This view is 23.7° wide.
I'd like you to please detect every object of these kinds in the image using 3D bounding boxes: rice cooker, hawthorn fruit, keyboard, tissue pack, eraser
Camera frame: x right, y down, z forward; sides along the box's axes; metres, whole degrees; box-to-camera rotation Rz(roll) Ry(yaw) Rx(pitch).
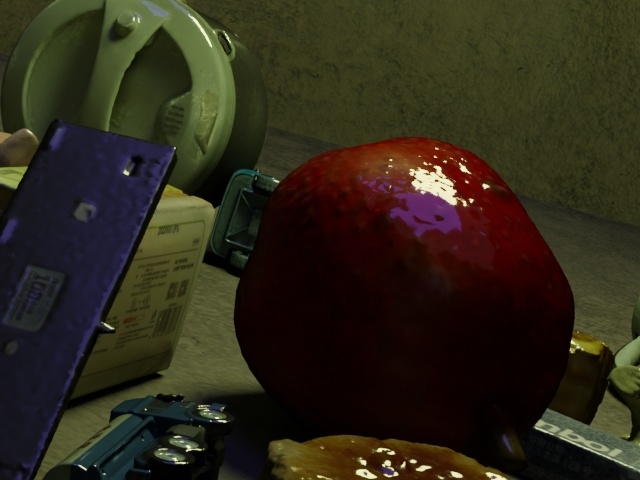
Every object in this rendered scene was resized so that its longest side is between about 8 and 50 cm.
[{"bbox_3d":[-0.216,-0.152,1.787,0.288,0.288,0.277,19,5,11],"label":"rice cooker"},{"bbox_3d":[0.073,0.067,1.221,0.265,0.265,0.307,9,34,-36],"label":"hawthorn fruit"},{"bbox_3d":[-0.181,0.045,0.988,0.106,0.027,0.317,15,50,5],"label":"keyboard"},{"bbox_3d":[-0.194,0.030,1.196,0.125,0.159,0.234,21,11,18],"label":"tissue pack"},{"bbox_3d":[0.200,0.180,1.341,0.212,0.046,0.092,21,10,24],"label":"eraser"}]

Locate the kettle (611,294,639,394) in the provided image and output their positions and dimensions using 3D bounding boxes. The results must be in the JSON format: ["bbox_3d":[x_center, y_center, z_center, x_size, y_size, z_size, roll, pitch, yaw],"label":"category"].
[{"bbox_3d":[0.436,0.133,1.740,0.221,0.161,0.236,-12,15,-1],"label":"kettle"}]

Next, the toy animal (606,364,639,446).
[{"bbox_3d":[0.357,0.204,1.399,0.218,0.103,0.101,19,-14,36],"label":"toy animal"}]

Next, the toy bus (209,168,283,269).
[{"bbox_3d":[0.000,0.000,1.801,0.246,0.113,0.134,18,6,1],"label":"toy bus"}]

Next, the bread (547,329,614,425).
[{"bbox_3d":[0.173,0.111,1.501,0.222,0.096,0.181,20,1,22],"label":"bread"}]

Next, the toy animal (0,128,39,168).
[{"bbox_3d":[-0.300,-0.021,1.337,0.154,0.166,0.250,-4,9,-8],"label":"toy animal"}]

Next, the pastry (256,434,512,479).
[{"bbox_3d":[0.051,0.189,0.924,0.192,0.093,0.182,10,13,-15],"label":"pastry"}]

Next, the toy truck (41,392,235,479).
[{"bbox_3d":[-0.114,0.151,0.948,0.088,0.074,0.201,9,10,9],"label":"toy truck"}]
